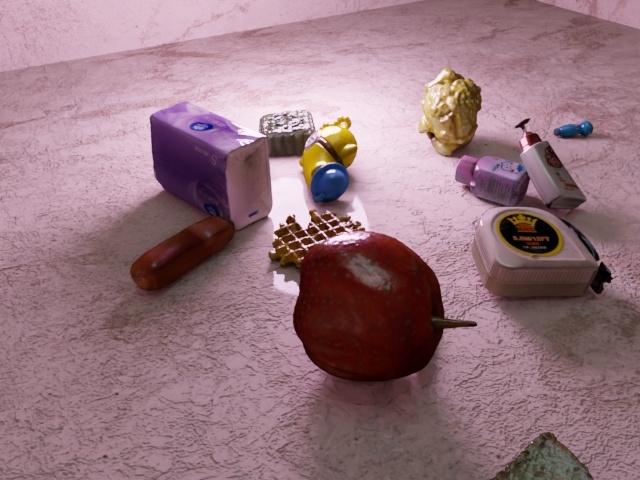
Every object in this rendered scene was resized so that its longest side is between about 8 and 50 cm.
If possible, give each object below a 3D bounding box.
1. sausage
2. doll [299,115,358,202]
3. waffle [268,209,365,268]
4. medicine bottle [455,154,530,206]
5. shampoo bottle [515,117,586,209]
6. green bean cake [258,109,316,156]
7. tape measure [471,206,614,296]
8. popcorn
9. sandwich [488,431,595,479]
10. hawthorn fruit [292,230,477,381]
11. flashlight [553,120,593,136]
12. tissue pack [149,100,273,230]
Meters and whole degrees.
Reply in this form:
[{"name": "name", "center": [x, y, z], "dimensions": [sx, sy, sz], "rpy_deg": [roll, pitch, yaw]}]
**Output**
[{"name": "sausage", "center": [-0.319, 0.024, 1.462], "dimensions": [0.089, 0.083, 0.300], "rpy_deg": [17, 34, 32]}, {"name": "doll", "center": [0.019, -0.229, 1.803], "dimensions": [0.199, 0.145, 0.363], "rpy_deg": [-21, 35, 28]}, {"name": "waffle", "center": [0.000, 0.000, 1.527], "dimensions": [0.232, 0.051, 0.228], "rpy_deg": [11, 36, 14]}, {"name": "medicine bottle", "center": [0.479, -0.175, 1.746], "dimensions": [0.188, 0.094, 0.119], "rpy_deg": [22, 38, 28]}, {"name": "shampoo bottle", "center": [0.606, -0.218, 1.694], "dimensions": [0.153, 0.071, 0.284], "rpy_deg": [-2, 63, -40]}, {"name": "green bean cake", "center": [-0.108, -0.345, 1.996], "dimensions": [0.185, 0.094, 0.183], "rpy_deg": [-6, 36, -1]}, {"name": "tape measure", "center": [0.492, 0.025, 1.435], "dimensions": [0.271, 0.133, 0.231], "rpy_deg": [0, 42, -4]}, {"name": "popcorn", "center": [0.408, -0.407, 1.951], "dimensions": [0.195, 0.255, 0.256], "rpy_deg": [-2, 28, -6]}, {"name": "sandwich", "center": [0.346, 0.434, 0.869], "dimensions": [0.249, 0.095, 0.273], "rpy_deg": [-28, 44, -29]}, {"name": "hawthorn fruit", "center": [0.117, 0.128, 1.132], "dimensions": [0.330, 0.287, 0.287], "rpy_deg": [8, 35, 22]}, {"name": "flashlight", "center": [0.844, -0.368, 2.073], "dimensions": [0.129, 0.051, 0.051], "rpy_deg": [-9, 36, -7]}, {"name": "tissue pack", "center": [-0.297, -0.202, 1.649], "dimensions": [0.338, 0.242, 0.160], "rpy_deg": [27, 43, 34]}]
